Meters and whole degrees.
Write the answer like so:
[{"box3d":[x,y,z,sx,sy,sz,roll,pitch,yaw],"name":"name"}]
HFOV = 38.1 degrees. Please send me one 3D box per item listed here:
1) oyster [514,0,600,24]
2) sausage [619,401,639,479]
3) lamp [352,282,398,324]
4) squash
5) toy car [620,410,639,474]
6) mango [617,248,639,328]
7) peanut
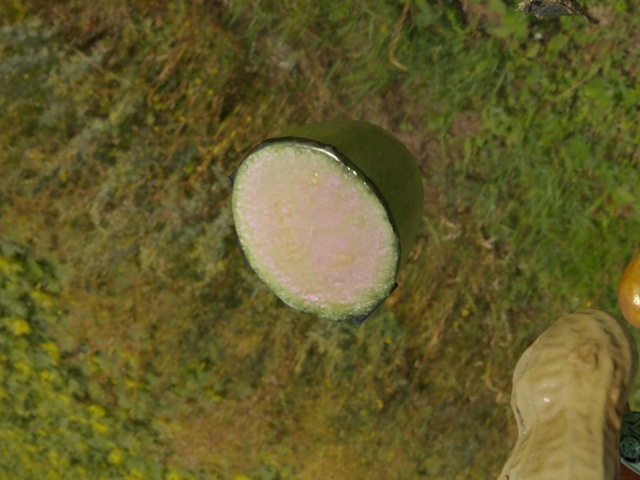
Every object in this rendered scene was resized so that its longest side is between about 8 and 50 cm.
[{"box3d":[0.359,-0.364,1.432,0.177,0.056,0.105,3,-161,-41],"name":"oyster"},{"box3d":[0.433,0.325,1.355,0.097,0.348,0.094,-6,122,3],"name":"sausage"},{"box3d":[0.016,0.011,1.860,0.371,0.130,0.108,47,-175,27],"name":"lamp"},{"box3d":[0.062,-0.073,1.499,0.310,0.309,0.310,18,125,28],"name":"squash"},{"box3d":[0.404,0.261,1.030,0.186,0.093,0.058,35,125,31],"name":"toy car"},{"box3d":[0.567,0.076,1.582,0.115,0.165,0.089,48,148,-19],"name":"mango"},{"box3d":[0.261,0.199,0.990,0.130,0.290,0.130,14,150,9],"name":"peanut"}]
